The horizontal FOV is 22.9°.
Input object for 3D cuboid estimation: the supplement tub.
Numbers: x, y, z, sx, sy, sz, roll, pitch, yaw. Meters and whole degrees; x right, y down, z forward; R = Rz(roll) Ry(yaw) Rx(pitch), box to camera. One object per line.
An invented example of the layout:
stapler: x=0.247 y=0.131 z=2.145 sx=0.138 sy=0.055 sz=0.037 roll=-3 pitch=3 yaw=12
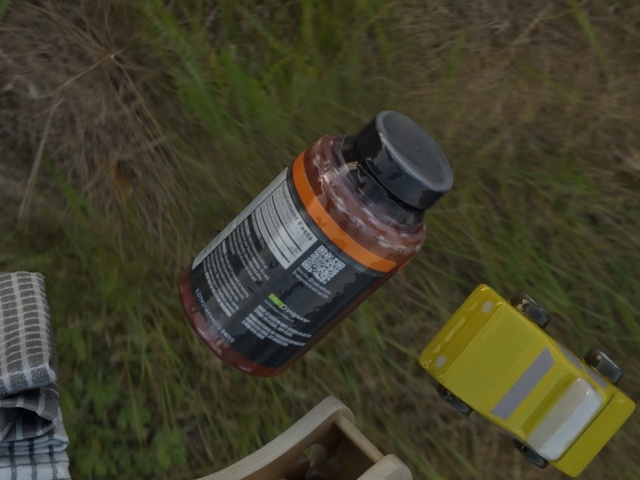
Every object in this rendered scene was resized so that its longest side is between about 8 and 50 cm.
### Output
supplement tub: x=0.000 y=0.000 z=1.081 sx=0.106 sy=0.106 sz=0.198 roll=43 pitch=117 yaw=-10

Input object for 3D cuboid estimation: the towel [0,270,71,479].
towel: x=-0.344 y=0.111 z=1.379 sx=0.235 sy=0.284 sz=0.121 roll=1 pitch=110 yaw=-15

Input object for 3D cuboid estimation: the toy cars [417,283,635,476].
toy cars: x=0.181 y=0.212 z=1.248 sx=0.176 sy=0.087 sz=0.394 roll=-14 pitch=118 yaw=-15

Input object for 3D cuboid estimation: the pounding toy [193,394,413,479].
pounding toy: x=-0.002 y=0.214 z=1.075 sx=0.155 sy=0.269 sz=0.154 roll=43 pitch=116 yaw=30
